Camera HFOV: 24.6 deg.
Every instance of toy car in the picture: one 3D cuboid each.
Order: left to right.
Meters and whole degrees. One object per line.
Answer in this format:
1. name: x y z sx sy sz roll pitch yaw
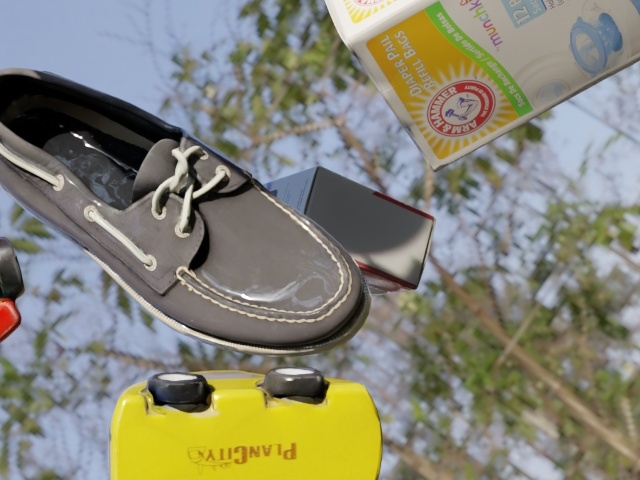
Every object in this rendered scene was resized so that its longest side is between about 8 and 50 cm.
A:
1. toy car: -0.124 0.092 0.508 0.225 0.239 0.053 -57 16 -5

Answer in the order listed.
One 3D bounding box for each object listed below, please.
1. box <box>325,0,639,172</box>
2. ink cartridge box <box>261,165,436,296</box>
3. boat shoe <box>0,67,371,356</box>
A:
1. box: 0.111 -0.147 0.789 0.203 0.103 0.114 -28 -47 10
2. ink cartridge box: 0.000 0.000 1.323 0.175 0.127 0.072 -14 57 61
3. boat shoe: -0.072 -0.015 0.650 0.075 0.206 0.065 -54 -20 -19
